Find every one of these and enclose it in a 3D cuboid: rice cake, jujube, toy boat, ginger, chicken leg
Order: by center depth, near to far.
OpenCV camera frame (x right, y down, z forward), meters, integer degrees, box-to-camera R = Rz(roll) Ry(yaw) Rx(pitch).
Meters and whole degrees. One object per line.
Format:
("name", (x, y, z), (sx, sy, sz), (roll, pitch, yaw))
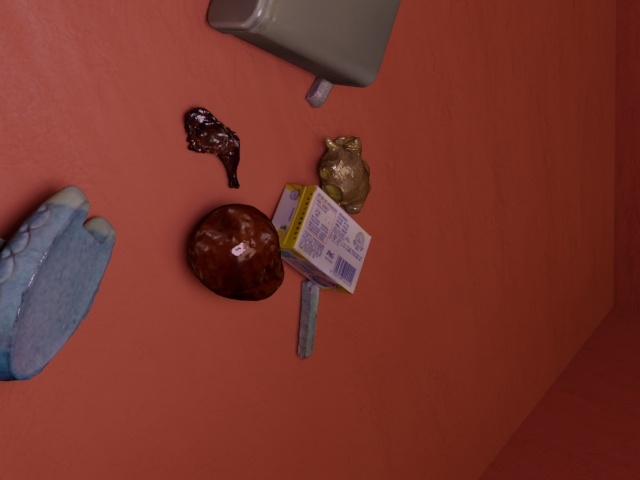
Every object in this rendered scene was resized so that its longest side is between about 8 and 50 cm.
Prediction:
("toy boat", (-0.474, 0.069, 1.118), (0.215, 0.123, 0.330), (80, 29, -68))
("chicken leg", (-0.205, -0.188, 1.365), (0.093, 0.053, 0.205), (-42, 128, 4))
("jujube", (-0.163, 0.037, 1.406), (0.190, 0.190, 0.255), (-57, 145, -14))
("rice cake", (0.027, -0.397, 1.539), (0.047, 0.036, 0.206), (29, 84, -34))
("ginger", (0.061, -0.162, 1.612), (0.157, 0.102, 0.216), (-55, 136, -26))
("rice cake", (-0.032, 0.198, 1.701), (0.043, 0.034, 0.210), (-14, 114, -52))

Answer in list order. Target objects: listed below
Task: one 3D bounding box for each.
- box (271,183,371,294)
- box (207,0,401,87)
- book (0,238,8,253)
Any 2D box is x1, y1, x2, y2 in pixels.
("box", (0.000, 0.000, 1.589), (0.265, 0.097, 0.168), (39, 63, -47))
("box", (-0.004, -0.524, 1.341), (0.344, 0.177, 0.351), (15, 93, -45))
("book", (-0.561, 0.071, 1.004), (0.214, 0.025, 0.282), (-59, 169, -9))
